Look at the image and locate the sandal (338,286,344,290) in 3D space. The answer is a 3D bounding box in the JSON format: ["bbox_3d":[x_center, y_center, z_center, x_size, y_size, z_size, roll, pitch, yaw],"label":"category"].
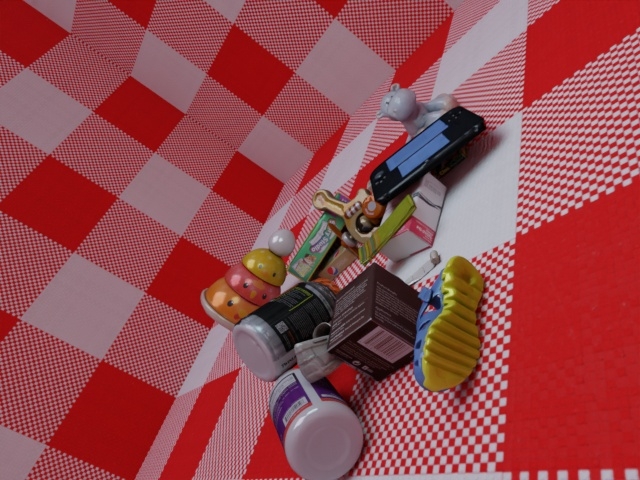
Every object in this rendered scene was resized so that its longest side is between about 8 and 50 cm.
[{"bbox_3d":[0.043,0.198,1.603,0.088,0.079,0.240,-62,17,-20],"label":"sandal"}]

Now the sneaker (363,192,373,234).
[{"bbox_3d":[0.214,-0.111,1.747,0.225,0.088,0.092,-49,38,21],"label":"sneaker"}]

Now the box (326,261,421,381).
[{"bbox_3d":[0.139,0.203,1.163,0.167,0.169,0.203,-45,19,34],"label":"box"}]

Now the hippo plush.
[{"bbox_3d":[0.364,-0.515,1.793,0.234,0.237,0.294,-54,16,8],"label":"hippo plush"}]

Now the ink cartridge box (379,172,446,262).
[{"bbox_3d":[0.276,-0.073,1.430,0.172,0.100,0.237,-32,29,54],"label":"ink cartridge box"}]

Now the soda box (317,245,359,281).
[{"bbox_3d":[0.068,0.082,1.787,0.181,0.061,0.058,-44,19,34],"label":"soda box"}]

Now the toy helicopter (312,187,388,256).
[{"bbox_3d":[0.102,-0.083,1.669,0.355,0.140,0.234,28,104,36],"label":"toy helicopter"}]

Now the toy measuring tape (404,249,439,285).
[{"bbox_3d":[0.180,0.120,1.310,0.330,0.121,0.121,-46,19,29],"label":"toy measuring tape"}]

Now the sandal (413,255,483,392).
[{"bbox_3d":[0.256,0.183,0.985,0.138,0.126,0.317,-43,12,47],"label":"sandal"}]

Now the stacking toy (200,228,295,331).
[{"bbox_3d":[-0.271,0.151,2.038,0.479,0.351,0.350,-59,16,8],"label":"stacking toy"}]

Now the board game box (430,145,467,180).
[{"bbox_3d":[0.436,-0.318,1.582,0.136,0.030,0.259,-44,20,40],"label":"board game box"}]

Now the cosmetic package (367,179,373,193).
[{"bbox_3d":[0.249,-0.257,1.967,0.115,0.041,0.060,-44,19,34],"label":"cosmetic package"}]

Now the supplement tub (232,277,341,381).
[{"bbox_3d":[-0.083,0.260,1.435,0.338,0.207,0.207,-30,-2,-37],"label":"supplement tub"}]

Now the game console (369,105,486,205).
[{"bbox_3d":[0.323,-0.280,1.490,0.387,0.060,0.342,-38,12,17],"label":"game console"}]

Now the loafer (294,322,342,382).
[{"bbox_3d":[0.038,0.264,1.236,0.112,0.111,0.319,-35,-8,25],"label":"loafer"}]

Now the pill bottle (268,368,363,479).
[{"bbox_3d":[-0.027,0.436,1.163,0.181,0.182,0.323,-57,16,-4],"label":"pill bottle"}]

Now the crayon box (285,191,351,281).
[{"bbox_3d":[0.000,0.000,1.909,0.362,0.106,0.313,-57,-2,-6],"label":"crayon box"}]

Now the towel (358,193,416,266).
[{"bbox_3d":[0.192,-0.032,1.377,0.237,0.021,0.102,-51,20,21],"label":"towel"}]
